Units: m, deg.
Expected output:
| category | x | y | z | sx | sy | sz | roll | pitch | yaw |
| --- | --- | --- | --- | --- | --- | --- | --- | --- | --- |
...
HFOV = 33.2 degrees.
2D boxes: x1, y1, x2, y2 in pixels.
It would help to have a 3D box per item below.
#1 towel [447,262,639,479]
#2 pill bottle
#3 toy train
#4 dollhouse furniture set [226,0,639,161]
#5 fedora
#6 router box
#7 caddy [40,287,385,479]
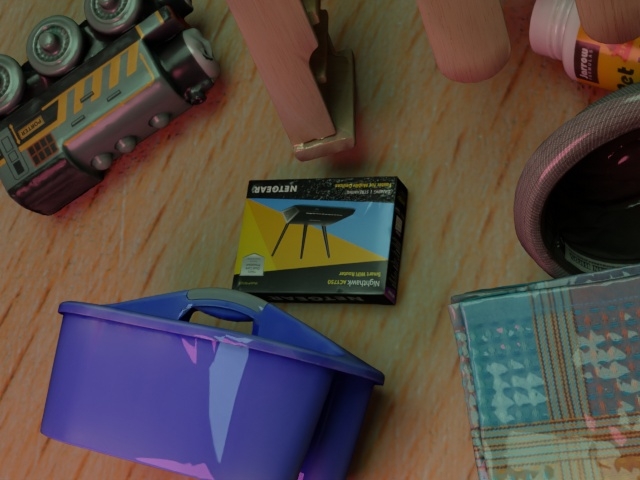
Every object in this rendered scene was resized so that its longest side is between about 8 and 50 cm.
| category | x | y | z | sx | sy | sz | roll | pitch | yaw |
| --- | --- | --- | --- | --- | --- | --- | --- | --- | --- |
| towel | 0.270 | 0.203 | 0.934 | 0.271 | 0.040 | 0.370 | -12 | 78 | 20 |
| pill bottle | 0.321 | -0.199 | 1.059 | 0.215 | 0.117 | 0.117 | 22 | 81 | 29 |
| toy train | -0.279 | -0.179 | 1.315 | 0.333 | 0.142 | 0.190 | -33 | 73 | 7 |
| dollhouse furniture set | 0.121 | -0.271 | 1.081 | 0.394 | 0.257 | 0.362 | -14 | 42 | 13 |
| fedora | 0.312 | -0.062 | 0.977 | 0.275 | 0.244 | 0.124 | -29 | 31 | 31 |
| router box | 0.000 | 0.000 | 1.166 | 0.178 | 0.046 | 0.133 | -1 | 71 | 23 |
| caddy | -0.108 | 0.135 | 1.053 | 0.341 | 0.241 | 0.179 | 8 | 79 | 26 |
